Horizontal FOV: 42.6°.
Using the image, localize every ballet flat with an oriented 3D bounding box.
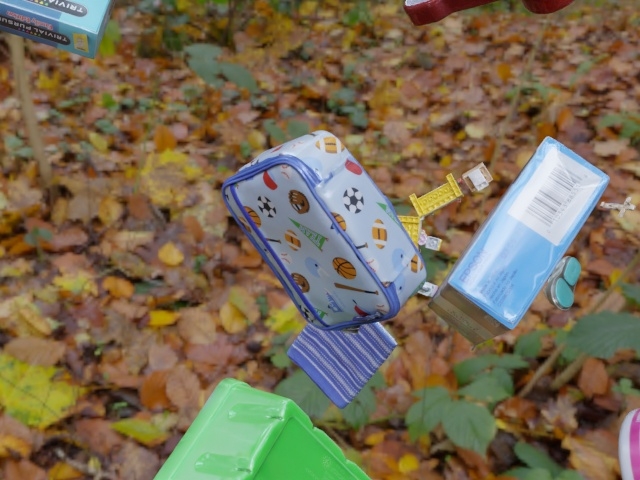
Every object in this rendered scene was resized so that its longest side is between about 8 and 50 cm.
[{"bbox_3d":[0.547,0.108,1.885,0.068,0.072,0.213,-33,8,37],"label":"ballet flat"}]

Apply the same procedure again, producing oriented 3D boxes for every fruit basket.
[{"bbox_3d":[-0.097,0.413,1.358,0.392,0.392,0.283,12,48,28],"label":"fruit basket"}]

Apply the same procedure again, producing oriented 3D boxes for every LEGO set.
[{"bbox_3d":[0.230,-0.035,1.627,0.132,0.287,0.107,29,6,19],"label":"LEGO set"}]

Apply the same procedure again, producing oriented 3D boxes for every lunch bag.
[{"bbox_3d":[0.000,0.000,1.204,0.243,0.303,0.115,-15,22,50],"label":"lunch bag"}]

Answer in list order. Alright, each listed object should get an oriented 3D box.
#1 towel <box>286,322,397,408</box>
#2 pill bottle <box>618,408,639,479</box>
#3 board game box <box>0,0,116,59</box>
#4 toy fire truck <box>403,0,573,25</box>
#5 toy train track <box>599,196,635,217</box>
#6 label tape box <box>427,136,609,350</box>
[{"bbox_3d":[0.050,0.300,2.280,0.243,0.336,0.040,46,42,15],"label":"towel"},{"bbox_3d":[0.522,0.263,0.979,0.283,0.160,0.160,-19,1,38],"label":"pill bottle"},{"bbox_3d":[-0.520,-0.535,1.609,0.253,0.079,0.336,16,57,-11],"label":"board game box"},{"bbox_3d":[0.269,-0.469,1.254,0.254,0.169,0.302,-3,55,39],"label":"toy fire truck"},{"bbox_3d":[0.586,-0.069,1.627,0.014,0.048,0.083,34,-11,-27],"label":"toy train track"},{"bbox_3d":[0.265,0.022,1.187,0.106,0.241,0.334,35,-10,8],"label":"label tape box"}]
